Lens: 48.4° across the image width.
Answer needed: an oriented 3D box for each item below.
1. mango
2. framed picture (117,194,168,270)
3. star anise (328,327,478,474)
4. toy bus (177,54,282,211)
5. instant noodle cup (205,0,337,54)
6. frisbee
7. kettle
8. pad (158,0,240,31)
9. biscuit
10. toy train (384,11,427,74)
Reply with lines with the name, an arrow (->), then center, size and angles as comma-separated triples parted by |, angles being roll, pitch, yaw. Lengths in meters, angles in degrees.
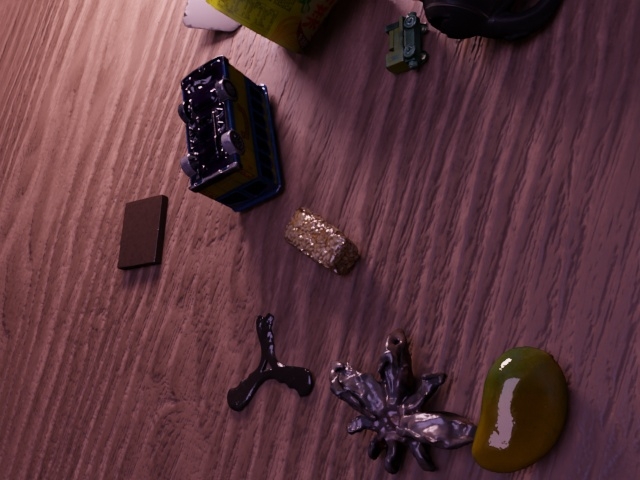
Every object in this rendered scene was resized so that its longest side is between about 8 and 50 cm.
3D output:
mango -> 0.298, 0.251, 1.051 | 0.122, 0.085, 0.191 | 12, 80, 9
framed picture -> -0.424, -0.019, 1.699 | 0.128, 0.023, 0.168 | -10, 68, 32
star anise -> 0.119, 0.269, 1.160 | 0.198, 0.111, 0.257 | -44, 61, 15
toy bus -> -0.195, -0.226, 1.512 | 0.138, 0.175, 0.287 | -24, 61, 27
instant noodle cup -> -0.090, -0.547, 1.499 | 0.311, 0.311, 0.221 | 43, 110, 37
frisbee -> -0.109, 0.233, 1.393 | 0.211, 0.012, 0.187 | -24, 61, 28
kettle -> 0.304, -0.495, 1.259 | 0.268, 0.207, 0.290 | 14, 88, 10
pad -> -0.310, -0.642, 1.818 | 0.323, 0.055, 0.250 | 6, 77, 37
biscuit -> 0.000, 0.000, 1.362 | 0.168, 0.070, 0.082 | 33, 90, 41
toy train -> 0.168, -0.386, 1.396 | 0.081, 0.050, 0.122 | -14, 67, 39
